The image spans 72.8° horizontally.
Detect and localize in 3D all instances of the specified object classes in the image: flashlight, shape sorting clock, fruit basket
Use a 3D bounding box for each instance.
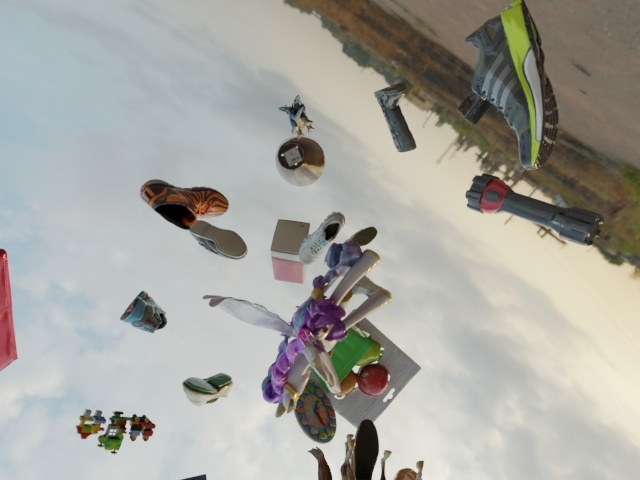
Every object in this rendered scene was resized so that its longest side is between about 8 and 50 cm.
[{"bbox_3d":[0.505,-0.075,1.046,0.304,0.103,0.103,30,154,41],"label":"flashlight"},{"bbox_3d":[-0.016,0.567,1.440,0.206,0.040,0.206,45,-157,-25],"label":"shape sorting clock"},{"bbox_3d":[0.137,0.470,1.566,0.353,0.327,0.165,42,179,-17],"label":"fruit basket"}]

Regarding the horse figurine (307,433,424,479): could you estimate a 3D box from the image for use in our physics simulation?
[{"bbox_3d":[0.076,0.442,0.747,0.066,0.263,0.175,24,-109,-38],"label":"horse figurine"}]

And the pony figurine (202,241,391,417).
[{"bbox_3d":[-0.016,0.174,0.881,0.302,0.363,0.351,30,159,31],"label":"pony figurine"}]

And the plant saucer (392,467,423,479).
[{"bbox_3d":[0.200,0.616,0.960,0.037,0.200,0.200,0,-144,-16],"label":"plant saucer"}]

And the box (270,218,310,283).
[{"bbox_3d":[-0.112,0.046,1.678,0.126,0.232,0.149,8,-123,4],"label":"box"}]

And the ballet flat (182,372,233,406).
[{"bbox_3d":[-0.333,0.444,1.267,0.086,0.086,0.248,46,-176,21],"label":"ballet flat"}]

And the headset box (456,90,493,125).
[{"bbox_3d":[0.333,-0.288,0.934,0.032,0.062,0.083,31,-153,-13],"label":"headset box"}]

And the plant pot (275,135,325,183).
[{"bbox_3d":[-0.096,-0.330,1.753,0.215,0.215,0.230,37,-173,1],"label":"plant pot"}]

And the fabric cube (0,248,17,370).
[{"bbox_3d":[-0.690,0.135,0.672,0.254,0.259,0.258,17,-153,6],"label":"fabric cube"}]

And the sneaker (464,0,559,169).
[{"bbox_3d":[0.350,-0.272,0.797,0.111,0.121,0.300,-3,-98,-48],"label":"sneaker"}]

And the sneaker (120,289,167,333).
[{"bbox_3d":[-0.540,0.237,1.347,0.125,0.104,0.262,39,170,-14],"label":"sneaker"}]

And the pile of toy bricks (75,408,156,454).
[{"bbox_3d":[-0.607,0.578,1.289,0.212,0.105,0.118,26,168,-40],"label":"pile of toy bricks"}]

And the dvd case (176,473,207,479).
[{"bbox_3d":[-0.389,0.742,1.156,0.253,0.022,0.180,28,-141,-55],"label":"dvd case"}]

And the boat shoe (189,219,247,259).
[{"bbox_3d":[-0.424,0.009,1.847,0.335,0.112,0.096,25,150,30],"label":"boat shoe"}]

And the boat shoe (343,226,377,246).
[{"bbox_3d":[0.124,-0.001,1.469,0.056,0.153,0.048,45,-164,-17],"label":"boat shoe"}]

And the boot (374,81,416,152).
[{"bbox_3d":[0.247,-0.376,1.351,0.190,0.076,0.209,-122,11,-73],"label":"boot"}]

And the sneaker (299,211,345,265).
[{"bbox_3d":[0.000,0.000,1.252,0.071,0.191,0.083,36,-167,-9],"label":"sneaker"}]

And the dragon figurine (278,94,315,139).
[{"bbox_3d":[-0.090,-0.448,1.518,0.144,0.085,0.289,61,-171,3],"label":"dragon figurine"}]

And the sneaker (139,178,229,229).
[{"bbox_3d":[-0.422,-0.099,1.440,0.321,0.125,0.180,3,-150,-45],"label":"sneaker"}]

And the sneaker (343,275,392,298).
[{"bbox_3d":[0.126,0.120,1.139,0.152,0.054,0.061,23,-142,-23],"label":"sneaker"}]

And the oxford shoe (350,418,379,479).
[{"bbox_3d":[0.095,0.561,1.093,0.076,0.076,0.212,26,-125,-19],"label":"oxford shoe"}]
